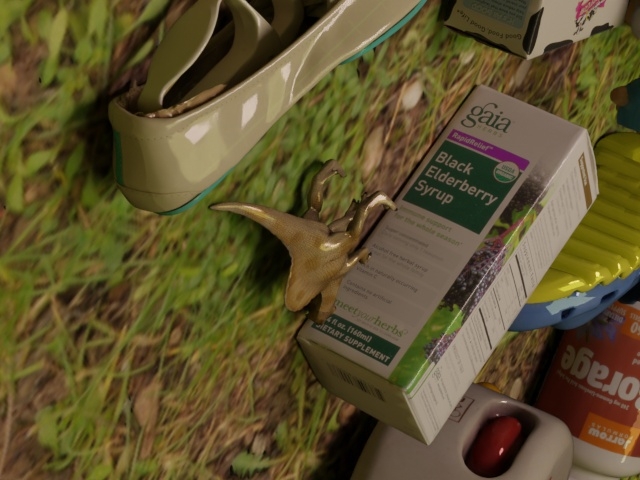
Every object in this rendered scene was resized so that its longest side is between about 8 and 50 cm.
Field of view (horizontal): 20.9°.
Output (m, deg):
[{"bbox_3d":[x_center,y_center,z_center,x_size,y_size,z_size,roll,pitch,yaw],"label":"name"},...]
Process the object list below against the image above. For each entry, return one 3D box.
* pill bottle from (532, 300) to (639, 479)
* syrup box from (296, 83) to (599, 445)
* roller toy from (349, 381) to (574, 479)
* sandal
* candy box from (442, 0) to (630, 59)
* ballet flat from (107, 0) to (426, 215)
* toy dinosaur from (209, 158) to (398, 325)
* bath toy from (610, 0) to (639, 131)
[{"bbox_3d":[0.267,0.140,1.610,0.121,0.121,0.216,-1,114,-60],"label":"pill bottle"},{"bbox_3d":[0.095,0.014,1.225,0.237,0.093,0.096,-54,151,-18],"label":"syrup box"},{"bbox_3d":[0.098,0.201,1.339,0.209,0.146,0.191,-65,163,-9],"label":"roller toy"},{"bbox_3d":[0.213,0.019,1.416,0.317,0.126,0.138,-23,137,-50],"label":"sandal"},{"bbox_3d":[0.173,-0.250,1.155,0.159,0.071,0.233,-23,133,-53],"label":"candy box"},{"bbox_3d":[-0.023,-0.114,0.930,0.248,0.086,0.086,-47,149,-28],"label":"ballet flat"},{"bbox_3d":[0.000,0.000,1.091,0.093,0.053,0.183,-55,152,-13],"label":"toy dinosaur"},{"bbox_3d":[0.292,-0.249,1.246,0.129,0.151,0.348,-3,110,-30],"label":"bath toy"}]
